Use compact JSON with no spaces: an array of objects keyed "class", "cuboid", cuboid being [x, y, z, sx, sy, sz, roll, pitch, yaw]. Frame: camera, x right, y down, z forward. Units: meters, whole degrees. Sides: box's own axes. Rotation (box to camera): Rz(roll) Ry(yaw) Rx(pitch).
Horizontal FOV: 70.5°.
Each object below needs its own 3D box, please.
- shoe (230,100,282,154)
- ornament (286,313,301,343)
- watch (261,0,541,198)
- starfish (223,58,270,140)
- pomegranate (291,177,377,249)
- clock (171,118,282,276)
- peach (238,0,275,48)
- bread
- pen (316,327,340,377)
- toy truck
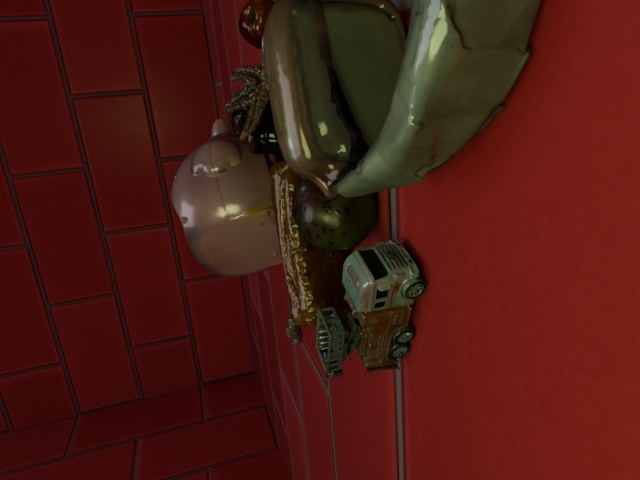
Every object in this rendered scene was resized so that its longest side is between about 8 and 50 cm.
[{"class":"shoe","cuboid":[-0.137,-0.276,1.031,0.291,0.137,0.114,-114,21,-46]},{"class":"ornament","cuboid":[-0.080,0.265,1.354,0.092,0.041,0.068,79,-167,-44]},{"class":"watch","cuboid":[0.065,-0.171,0.379,0.241,0.162,0.253,1,104,62]},{"class":"starfish","cuboid":[-0.122,-0.309,0.908,0.227,0.043,0.240,5,74,48]},{"class":"pomegranate","cuboid":[0.017,-0.042,0.637,0.130,0.130,0.130,170,90,-75]},{"class":"clock","cuboid":[-0.224,-0.104,1.148,0.368,0.250,0.377,71,-179,-45]},{"class":"peach","cuboid":[-0.121,-0.458,0.954,0.101,0.101,0.101,170,90,-75]},{"class":"bread","cuboid":[-0.001,0.001,0.739,0.077,0.139,0.271,-11,86,45]},{"class":"pen","cuboid":[-0.002,0.170,1.016,0.033,0.033,0.269,122,136,-68]},{"class":"toy truck","cuboid":[0.059,0.089,0.582,0.080,0.115,0.178,-117,24,-48]}]
